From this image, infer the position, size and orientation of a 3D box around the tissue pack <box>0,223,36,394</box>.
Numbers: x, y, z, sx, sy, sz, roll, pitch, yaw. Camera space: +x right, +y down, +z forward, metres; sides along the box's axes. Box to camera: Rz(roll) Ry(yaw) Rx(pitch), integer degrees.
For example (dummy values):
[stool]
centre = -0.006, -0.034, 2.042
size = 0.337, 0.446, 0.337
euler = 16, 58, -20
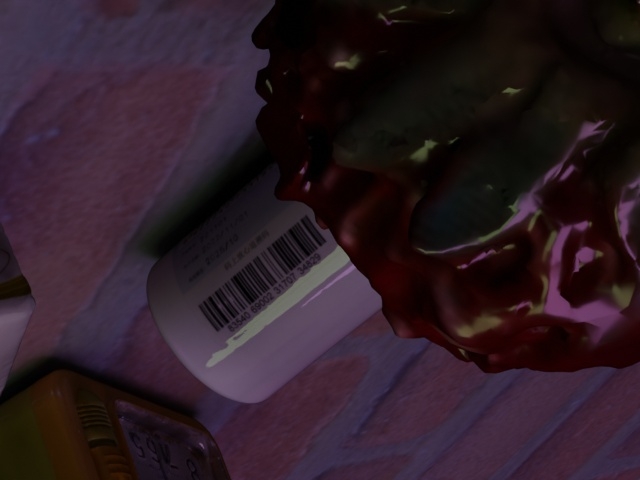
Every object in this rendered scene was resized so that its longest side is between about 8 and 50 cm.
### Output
[tissue pack]
centre = -0.227, 0.038, 0.762
size = 0.149, 0.099, 0.106
euler = -8, 144, -33

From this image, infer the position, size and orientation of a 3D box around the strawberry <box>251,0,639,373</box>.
[strawberry]
centre = 0.144, -0.096, 0.720
size = 0.345, 0.295, 0.317
euler = 3, 106, -70

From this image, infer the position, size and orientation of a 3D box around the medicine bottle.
[medicine bottle]
centre = 0.000, 0.000, 0.901
size = 0.187, 0.103, 0.103
euler = -40, 150, 20

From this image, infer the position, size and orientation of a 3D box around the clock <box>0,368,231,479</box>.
[clock]
centre = -0.127, 0.173, 1.030
size = 0.096, 0.143, 0.202
euler = -33, 152, 12
